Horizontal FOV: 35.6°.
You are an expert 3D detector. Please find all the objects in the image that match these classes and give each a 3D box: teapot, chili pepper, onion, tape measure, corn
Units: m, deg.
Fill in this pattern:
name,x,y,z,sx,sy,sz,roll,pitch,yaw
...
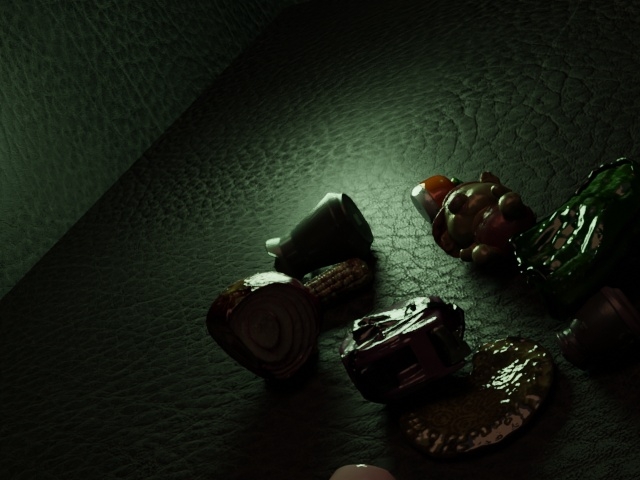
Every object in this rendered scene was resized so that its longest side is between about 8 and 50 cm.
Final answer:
name,x,y,z,sx,sy,sz,roll,pitch,yaw
teapot,0.472,0.149,1.714,0.146,0.116,0.148,-37,31,11
chili pepper,0.495,0.009,1.850,0.385,0.167,0.213,-42,14,-33
teapot,0.000,0.000,2.389,0.225,0.171,0.203,-30,-5,16
onion,-0.119,0.163,2.125,0.206,0.216,0.207,-43,23,-21
tape measure,0.158,0.193,1.866,0.245,0.149,0.231,-29,11,9
corn,0.007,0.115,2.271,0.237,0.079,0.079,-30,27,13

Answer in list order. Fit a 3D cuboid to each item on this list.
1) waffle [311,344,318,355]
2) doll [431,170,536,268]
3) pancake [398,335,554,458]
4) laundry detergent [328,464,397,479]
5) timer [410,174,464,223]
name,x,y,z,sx,sy,sz,roll,pitch,yaw
waffle,-0.067,0.240,2.188,0.135,0.021,0.092,-25,28,11
doll,0.342,-0.042,2.104,0.196,0.152,0.256,-34,28,-6
pancake,0.277,0.277,1.783,0.286,0.033,0.288,-4,38,44
laundry detergent,0.014,0.514,1.594,0.159,0.088,0.335,-12,34,41
timer,0.280,-0.105,2.325,0.136,0.099,0.136,-20,42,19
